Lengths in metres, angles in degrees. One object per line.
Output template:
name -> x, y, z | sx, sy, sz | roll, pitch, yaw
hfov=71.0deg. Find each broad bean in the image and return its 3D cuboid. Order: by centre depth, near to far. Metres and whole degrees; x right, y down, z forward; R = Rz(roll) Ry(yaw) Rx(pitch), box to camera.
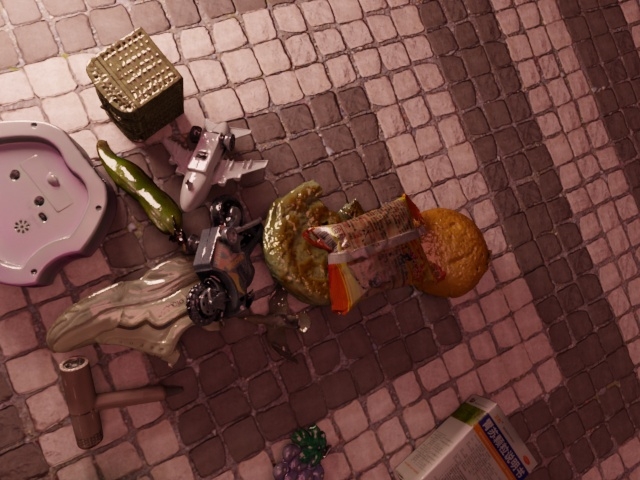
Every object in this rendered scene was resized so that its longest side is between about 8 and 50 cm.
broad bean -> -0.374, -0.102, 0.959 | 0.339, 0.077, 0.061 | 42, 109, 17

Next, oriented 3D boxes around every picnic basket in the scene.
picnic basket -> -0.388, -0.311, 0.944 | 0.154, 0.196, 0.134 | -40, 97, -15

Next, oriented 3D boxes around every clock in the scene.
clock -> -0.605, -0.076, 0.908 | 0.339, 0.102, 0.338 | 2, 84, -16

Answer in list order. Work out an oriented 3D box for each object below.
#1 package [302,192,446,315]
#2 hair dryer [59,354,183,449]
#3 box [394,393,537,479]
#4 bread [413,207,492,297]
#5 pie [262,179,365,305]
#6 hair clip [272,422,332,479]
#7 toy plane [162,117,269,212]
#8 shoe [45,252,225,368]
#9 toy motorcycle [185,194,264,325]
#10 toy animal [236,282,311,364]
package -> 0.128, 0.032, 1.009 | 0.288, 0.108, 0.223 | -20, 88, -9
hair dryer -> -0.399, 0.309, 0.928 | 0.220, 0.054, 0.195 | -11, 114, -25
box -> 0.365, 0.568, 1.125 | 0.299, 0.106, 0.200 | -36, 95, -18
bread -> 0.302, 0.032, 1.140 | 0.240, 0.139, 0.240 | 2, 84, -16
pie -> -0.002, 0.007, 1.064 | 0.302, 0.067, 0.302 | 8, 73, -29
hair clip -> -0.047, 0.526, 1.047 | 0.124, 0.052, 0.195 | 39, 67, -19
toy plane -> -0.251, -0.175, 0.987 | 0.251, 0.101, 0.255 | 14, 59, 5
shoe -> -0.368, 0.180, 0.935 | 0.342, 0.132, 0.210 | -26, 90, -20
toy motorcycle -> -0.197, 0.051, 0.957 | 0.173, 0.108, 0.307 | 49, 40, -45
toy animal -> -0.107, 0.176, 1.030 | 0.155, 0.095, 0.219 | 7, 81, -26
